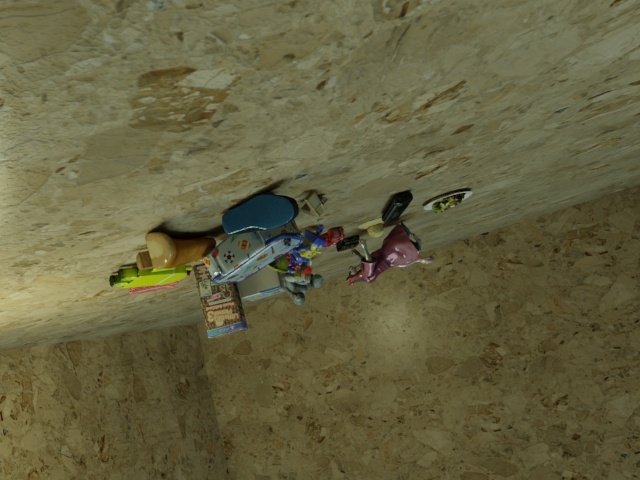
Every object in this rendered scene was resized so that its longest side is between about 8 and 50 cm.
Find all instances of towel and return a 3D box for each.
[{"bbox_3d":[-0.661,0.173,1.961,0.198,0.031,0.275,-7,167,-34],"label":"towel"}]

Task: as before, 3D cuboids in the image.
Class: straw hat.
[{"bbox_3d":[0.230,-0.046,2.004,0.144,0.061,0.144,-15,170,-3],"label":"straw hat"}]

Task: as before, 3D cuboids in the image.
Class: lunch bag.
[{"bbox_3d":[-0.197,0.026,1.504,0.303,0.115,0.243,-31,167,13],"label":"lunch bag"}]

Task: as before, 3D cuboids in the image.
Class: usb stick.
[{"bbox_3d":[0.276,-0.117,1.745,0.077,0.045,0.278,-21,170,-5],"label":"usb stick"}]

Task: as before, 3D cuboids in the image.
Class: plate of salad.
[{"bbox_3d":[0.508,-0.149,1.903,0.199,0.048,0.200,-14,169,-3],"label":"plate of salad"}]

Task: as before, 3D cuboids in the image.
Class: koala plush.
[{"bbox_3d":[-0.110,0.178,2.411,0.196,0.203,0.221,-43,166,-20],"label":"koala plush"}]

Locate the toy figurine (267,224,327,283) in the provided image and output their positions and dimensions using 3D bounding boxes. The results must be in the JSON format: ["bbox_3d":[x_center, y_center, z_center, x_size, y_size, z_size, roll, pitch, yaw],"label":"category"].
[{"bbox_3d":[-0.084,0.009,1.783,0.217,0.191,0.362,-47,158,7],"label":"toy figurine"}]

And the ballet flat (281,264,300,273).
[{"bbox_3d":[-0.163,0.117,2.308,0.070,0.070,0.188,-5,162,-44],"label":"ballet flat"}]

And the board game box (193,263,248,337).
[{"bbox_3d":[-0.408,0.245,1.980,0.141,0.291,0.232,-14,169,-7],"label":"board game box"}]

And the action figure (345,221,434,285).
[{"bbox_3d":[0.273,0.093,2.126,0.370,0.276,0.248,-41,175,5],"label":"action figure"}]

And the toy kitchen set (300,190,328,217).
[{"bbox_3d":[-0.022,-0.120,1.369,0.068,0.075,0.083,-49,-142,-16],"label":"toy kitchen set"}]

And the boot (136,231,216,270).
[{"bbox_3d":[-0.397,0.019,1.391,0.211,0.104,0.295,-14,176,-36],"label":"boot"}]

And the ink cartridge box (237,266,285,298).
[{"bbox_3d":[-0.259,0.154,2.053,0.171,0.168,0.233,-16,170,-2],"label":"ink cartridge box"}]

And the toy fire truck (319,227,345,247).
[{"bbox_3d":[0.000,0.000,1.953,0.135,0.047,0.192,-8,167,-30],"label":"toy fire truck"}]

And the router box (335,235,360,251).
[{"bbox_3d":[0.129,0.015,2.239,0.092,0.038,0.122,-13,170,-12],"label":"router box"}]

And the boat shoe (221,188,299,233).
[{"bbox_3d":[-0.151,-0.077,1.259,0.258,0.109,0.089,-3,-173,38],"label":"boat shoe"}]

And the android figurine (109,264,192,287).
[{"bbox_3d":[-0.593,0.119,1.703,0.272,0.056,0.248,-5,165,-42],"label":"android figurine"}]
